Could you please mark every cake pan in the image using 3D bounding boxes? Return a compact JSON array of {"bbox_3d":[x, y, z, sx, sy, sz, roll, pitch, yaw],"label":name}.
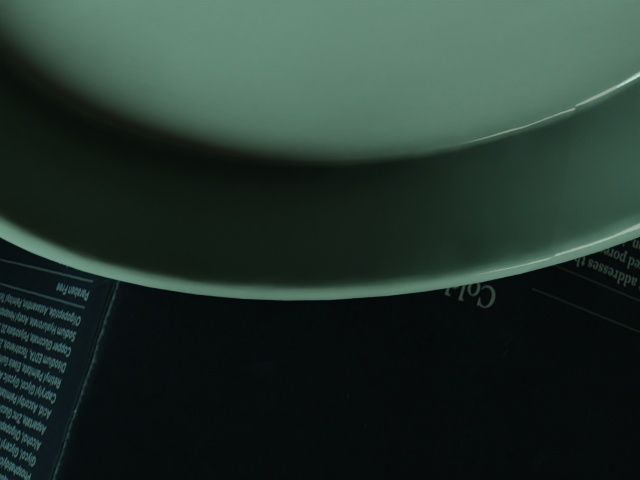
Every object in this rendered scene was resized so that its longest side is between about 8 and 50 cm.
[{"bbox_3d":[0.020,-0.064,0.453,0.293,0.054,0.293,-4,155,-2],"label":"cake pan"}]

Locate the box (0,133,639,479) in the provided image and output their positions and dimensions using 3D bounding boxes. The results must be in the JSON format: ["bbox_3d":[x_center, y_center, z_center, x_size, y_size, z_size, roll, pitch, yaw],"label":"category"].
[{"bbox_3d":[0.027,0.043,0.707,0.343,0.312,0.179,22,172,-28],"label":"box"}]

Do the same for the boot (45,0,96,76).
[{"bbox_3d":[-0.055,-0.106,0.491,0.059,0.084,0.158,48,141,1],"label":"boot"}]
